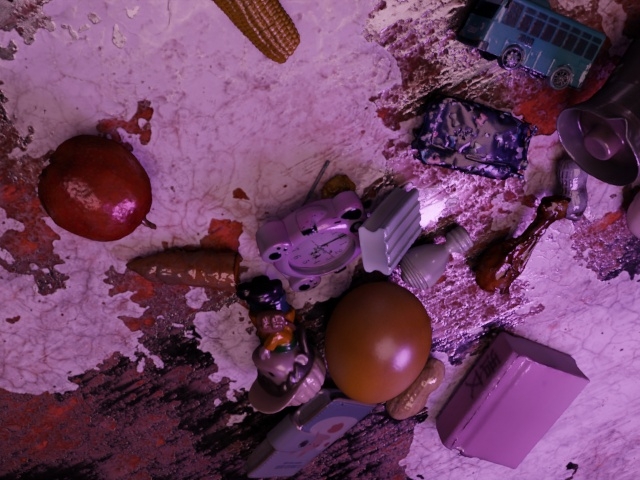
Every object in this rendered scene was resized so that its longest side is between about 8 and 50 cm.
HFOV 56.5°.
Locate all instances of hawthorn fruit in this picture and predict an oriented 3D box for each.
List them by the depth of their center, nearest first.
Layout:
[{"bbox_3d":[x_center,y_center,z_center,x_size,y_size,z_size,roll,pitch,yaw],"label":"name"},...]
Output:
[{"bbox_3d":[-0.437,-0.093,1.216,0.253,0.205,0.205,30,110,-28],"label":"hawthorn fruit"}]

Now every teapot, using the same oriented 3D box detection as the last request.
[{"bbox_3d":[0.668,-0.288,1.214,0.344,0.300,0.253,-39,81,-6],"label":"teapot"}]

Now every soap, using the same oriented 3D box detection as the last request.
[{"bbox_3d":[0.160,-0.025,1.327,0.067,0.198,0.119,9,124,29],"label":"soap"}]

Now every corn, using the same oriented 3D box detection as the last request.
[{"bbox_3d":[-0.151,-0.465,1.113,0.106,0.106,0.305,-38,120,12],"label":"corn"}]

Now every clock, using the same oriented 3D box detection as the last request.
[{"bbox_3d":[0.000,0.000,1.342,0.248,0.090,0.227,-27,144,8],"label":"clock"}]

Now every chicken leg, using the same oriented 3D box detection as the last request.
[{"bbox_3d":[0.490,0.009,1.441,0.113,0.093,0.304,22,117,-28],"label":"chicken leg"}]

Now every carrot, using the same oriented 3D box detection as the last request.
[{"bbox_3d":[-0.312,0.066,1.368,0.263,0.102,0.101,3,117,-6],"label":"carrot"}]

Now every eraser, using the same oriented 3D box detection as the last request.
[{"bbox_3d":[0.528,0.453,1.671,0.272,0.122,0.359,20,114,-19],"label":"eraser"}]

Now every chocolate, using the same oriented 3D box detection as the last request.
[{"bbox_3d":[0.594,-0.124,1.406,0.072,0.072,0.166,-13,117,-1],"label":"chocolate"}]

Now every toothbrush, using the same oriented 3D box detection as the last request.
[{"bbox_3d":[-0.019,-0.110,1.362,0.014,0.011,0.167,21,113,-23],"label":"toothbrush"}]

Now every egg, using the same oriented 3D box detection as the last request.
[{"bbox_3d":[0.134,0.249,1.436,0.250,0.250,0.322,6,124,-11],"label":"egg"}]

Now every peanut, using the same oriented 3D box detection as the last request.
[{"bbox_3d":[0.262,0.404,1.622,0.099,0.090,0.214,30,111,-8],"label":"peanut"}]

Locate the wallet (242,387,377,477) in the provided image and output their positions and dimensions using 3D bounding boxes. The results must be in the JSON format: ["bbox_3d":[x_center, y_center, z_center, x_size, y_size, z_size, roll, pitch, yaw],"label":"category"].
[{"bbox_3d":[-0.036,0.524,1.616,0.360,0.083,0.252,-45,142,15],"label":"wallet"}]

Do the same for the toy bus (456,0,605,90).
[{"bbox_3d":[0.423,-0.409,1.204,0.256,0.128,0.147,16,112,-17],"label":"toy bus"}]

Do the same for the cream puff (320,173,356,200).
[{"bbox_3d":[0.036,-0.111,1.348,0.058,0.083,0.083,51,120,19],"label":"cream puff"}]

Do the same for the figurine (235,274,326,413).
[{"bbox_3d":[-0.090,0.248,1.459,0.205,0.185,0.332,-9,103,-35],"label":"figurine"}]

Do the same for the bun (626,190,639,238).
[{"bbox_3d":[0.819,-0.080,1.431,0.173,0.119,0.172,-16,149,-10],"label":"bun"}]

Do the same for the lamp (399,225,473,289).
[{"bbox_3d":[0.276,0.040,1.434,0.193,0.106,0.106,-36,116,3],"label":"lamp"}]

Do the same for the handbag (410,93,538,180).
[{"bbox_3d":[0.331,-0.219,1.299,0.260,0.113,0.161,10,109,-11],"label":"handbag"}]
